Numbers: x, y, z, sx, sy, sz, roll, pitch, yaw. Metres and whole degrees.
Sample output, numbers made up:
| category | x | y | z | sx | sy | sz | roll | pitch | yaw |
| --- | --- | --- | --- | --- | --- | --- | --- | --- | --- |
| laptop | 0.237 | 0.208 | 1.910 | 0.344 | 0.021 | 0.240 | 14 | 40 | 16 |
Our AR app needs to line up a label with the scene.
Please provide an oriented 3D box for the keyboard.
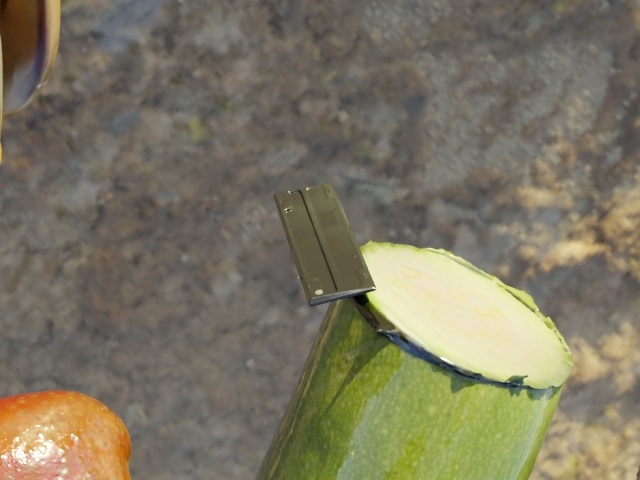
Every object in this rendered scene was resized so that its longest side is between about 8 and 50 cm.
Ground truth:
| category | x | y | z | sx | sy | sz | roll | pitch | yaw |
| --- | --- | --- | --- | --- | --- | --- | --- | --- | --- |
| keyboard | 0.000 | 0.000 | 1.392 | 0.067 | 0.202 | 0.011 | -12 | 123 | -6 |

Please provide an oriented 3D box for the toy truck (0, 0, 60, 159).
| category | x | y | z | sx | sy | sz | roll | pitch | yaw |
| --- | --- | --- | --- | --- | --- | --- | --- | --- | --- |
| toy truck | -0.252 | -0.106 | 0.651 | 0.211 | 0.288 | 0.204 | -42 | 137 | -48 |

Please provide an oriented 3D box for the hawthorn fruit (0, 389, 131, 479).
| category | x | y | z | sx | sy | sz | roll | pitch | yaw |
| --- | --- | --- | --- | --- | --- | --- | --- | --- | --- |
| hawthorn fruit | -0.241 | 0.186 | 1.061 | 0.203 | 0.162 | 0.162 | 9 | 123 | -38 |

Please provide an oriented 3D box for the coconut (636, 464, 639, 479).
| category | x | y | z | sx | sy | sz | roll | pitch | yaw |
| --- | --- | --- | --- | --- | --- | --- | --- | --- | --- |
| coconut | 0.260 | 0.145 | 0.630 | 0.227 | 0.230 | 0.227 | -7 | 120 | -12 |

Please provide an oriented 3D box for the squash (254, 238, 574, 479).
| category | x | y | z | sx | sy | sz | roll | pitch | yaw |
| --- | --- | --- | --- | --- | --- | --- | --- | --- | --- |
| squash | 0.079 | 0.223 | 1.467 | 0.263 | 0.263 | 0.384 | 0 | 121 | -39 |
